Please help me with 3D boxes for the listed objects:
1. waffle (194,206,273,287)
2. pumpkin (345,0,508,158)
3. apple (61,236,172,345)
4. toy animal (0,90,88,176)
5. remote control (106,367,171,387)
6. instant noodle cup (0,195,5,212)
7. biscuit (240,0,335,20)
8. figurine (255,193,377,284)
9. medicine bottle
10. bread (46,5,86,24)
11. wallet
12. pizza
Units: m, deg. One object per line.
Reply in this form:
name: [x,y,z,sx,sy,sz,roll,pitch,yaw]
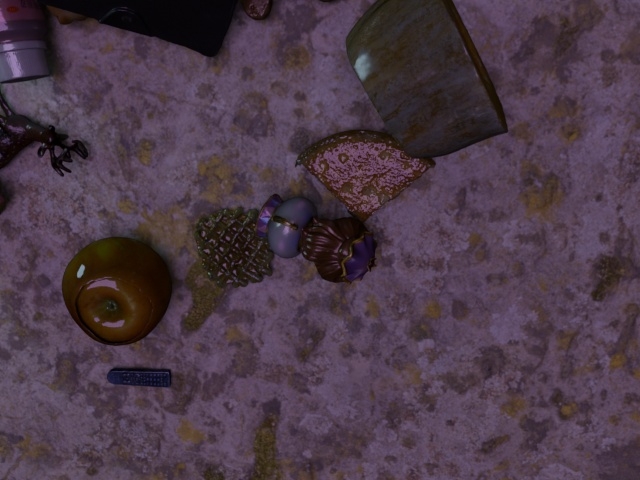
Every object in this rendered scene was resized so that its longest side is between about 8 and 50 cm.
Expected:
waffle: [-0.189,0.017,1.358,0.169,0.036,0.184,-12,104,7]
pumpkin: [0.186,-0.310,1.107,0.199,0.332,0.332,-21,103,24]
apple: [-0.441,0.110,1.317,0.236,0.207,0.237,2,108,5]
toy animal: [-0.655,-0.218,1.327,0.243,0.087,0.260,-34,102,27]
remote control: [-0.437,0.328,1.472,0.152,0.027,0.044,4,99,3]
instant noodle cup: [-0.853,-0.116,1.302,0.244,0.244,0.255,-40,89,14]
biscuit: [-0.118,-0.534,1.196,0.301,0.049,0.197,-9,95,7]
figurine: [0.000,0.000,1.258,0.263,0.189,0.142,25,95,17]
medicine bottle: [-0.625,-0.446,1.218,0.147,0.147,0.247,-10,104,8]
bread: [-0.451,-0.514,1.215,0.225,0.081,0.134,-9,109,6]
wallet: [-0.351,-0.468,1.135,0.377,0.051,0.197,13,147,-19]
pizza: [0.093,-0.134,1.281,0.292,0.058,0.197,0,106,7]
